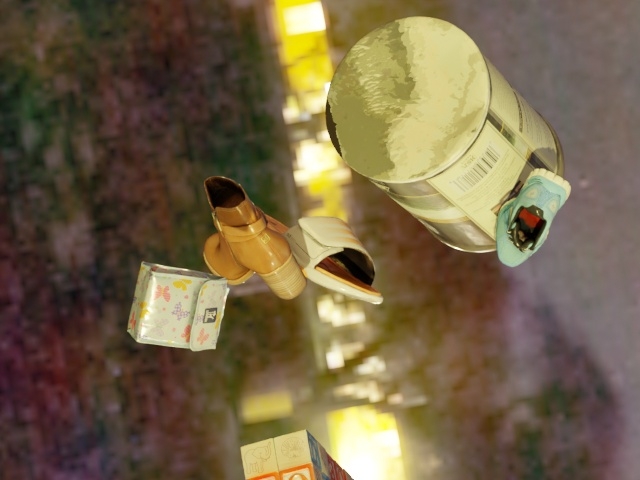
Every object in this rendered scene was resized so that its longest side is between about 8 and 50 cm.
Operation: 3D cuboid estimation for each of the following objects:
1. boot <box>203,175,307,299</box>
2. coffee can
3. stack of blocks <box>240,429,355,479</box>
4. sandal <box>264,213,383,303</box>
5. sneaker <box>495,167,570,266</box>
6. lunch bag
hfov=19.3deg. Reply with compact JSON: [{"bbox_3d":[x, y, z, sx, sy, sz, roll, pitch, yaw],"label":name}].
[{"bbox_3d":[-0.105,-0.016,2.259,0.197,0.073,0.152,17,-32,50],"label":"boot"},{"bbox_3d":[0.152,-0.122,2.232,0.275,0.201,0.201,36,40,-59],"label":"coffee can"},{"bbox_3d":[-0.002,0.363,2.311,0.297,0.087,0.171,55,22,-62],"label":"stack of blocks"},{"bbox_3d":[-0.008,-0.003,2.404,0.265,0.102,0.076,36,-78,46],"label":"sandal"},{"bbox_3d":[0.231,-0.016,2.162,0.073,0.063,0.162,-58,172,-34],"label":"sneaker"},{"bbox_3d":[-0.128,0.062,1.728,0.053,0.083,0.071,31,-72,65],"label":"lunch bag"}]
